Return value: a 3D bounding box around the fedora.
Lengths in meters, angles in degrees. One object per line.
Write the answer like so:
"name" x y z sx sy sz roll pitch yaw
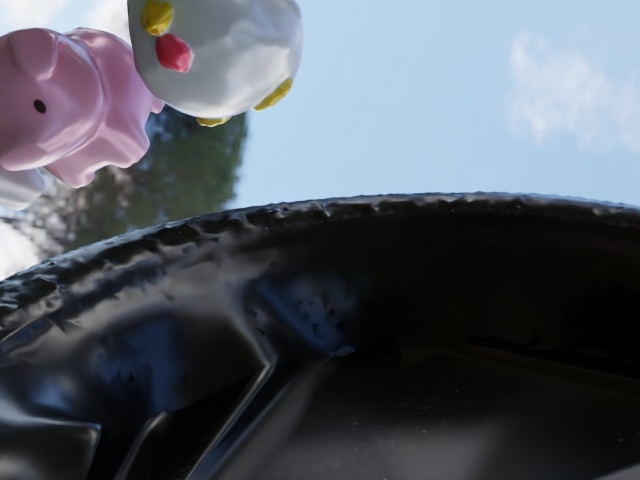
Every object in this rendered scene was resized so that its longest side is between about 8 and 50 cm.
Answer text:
"fedora" 0.021 0.101 0.398 0.334 0.334 0.152 -145 -130 -58

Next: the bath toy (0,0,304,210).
"bath toy" -0.176 -0.084 0.919 0.348 0.129 0.151 -22 -146 25
